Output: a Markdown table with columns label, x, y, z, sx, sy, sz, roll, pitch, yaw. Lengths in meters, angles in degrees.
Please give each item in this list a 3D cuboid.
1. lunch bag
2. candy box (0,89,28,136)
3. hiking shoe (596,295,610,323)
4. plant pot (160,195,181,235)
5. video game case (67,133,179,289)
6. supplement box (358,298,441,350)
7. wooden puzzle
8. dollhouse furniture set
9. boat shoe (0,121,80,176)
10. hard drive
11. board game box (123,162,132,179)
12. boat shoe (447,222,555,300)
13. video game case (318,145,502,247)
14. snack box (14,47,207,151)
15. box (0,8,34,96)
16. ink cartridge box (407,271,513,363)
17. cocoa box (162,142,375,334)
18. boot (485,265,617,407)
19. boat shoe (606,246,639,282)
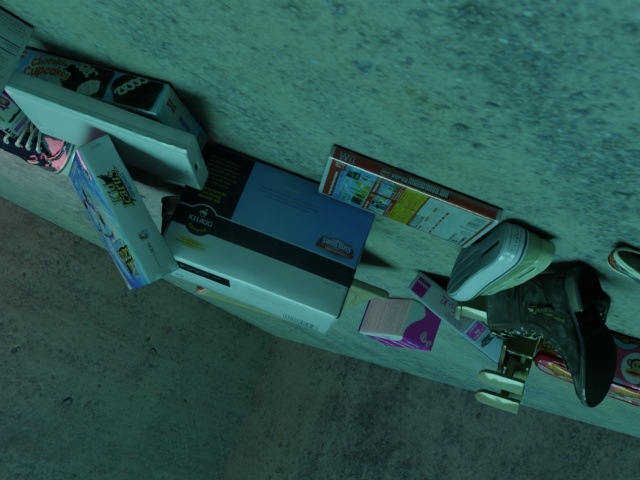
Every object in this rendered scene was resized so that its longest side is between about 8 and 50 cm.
| label | x | y | z | sx | sy | sz | roll | pitch | yaw |
| --- | --- | --- | --- | --- | --- | --- | --- | --- | --- |
| lunch bag | 0.630 | 0.278 | 1.757 | 0.293 | 0.120 | 0.258 | 18 | 171 | 17 |
| candy box | -0.604 | -0.264 | 1.414 | 0.159 | 0.071 | 0.233 | 39 | 173 | -15 |
| hiking shoe | 0.497 | 0.165 | 1.489 | 0.086 | 0.114 | 0.227 | 12 | 164 | 30 |
| plant pot | -0.315 | -0.005 | 1.878 | 0.167 | 0.165 | 0.167 | 9 | 168 | 2 |
| video game case | -0.350 | -0.037 | 1.364 | 0.244 | 0.061 | 0.269 | 61 | 159 | -5 |
| supplement box | 0.220 | 0.230 | 2.180 | 0.111 | 0.114 | 0.220 | 28 | 163 | -24 |
| wooden puzzle | -0.065 | 0.102 | 1.835 | 0.348 | 0.080 | 0.322 | -18 | 150 | 41 |
| dollhouse furniture set | 0.365 | 0.192 | 1.619 | 0.161 | 0.212 | 0.242 | 15 | 140 | 18 |
| boat shoe | -0.582 | -0.208 | 1.616 | 0.158 | 0.127 | 0.340 | 20 | 170 | -29 |
| hard drive | -0.346 | -0.178 | 1.310 | 0.307 | 0.040 | 0.203 | 20 | 167 | 3 |
| board game box | -0.458 | -0.070 | 1.793 | 0.224 | 0.097 | 0.303 | 63 | 164 | 4 |
| boat shoe | 0.304 | 0.053 | 1.367 | 0.094 | 0.109 | 0.302 | 20 | 164 | -5 |
| video game case | 0.140 | -0.067 | 1.311 | 0.285 | 0.025 | 0.204 | 21 | 167 | -1 |
| snack box | -0.372 | -0.235 | 1.346 | 0.322 | 0.060 | 0.187 | 17 | 166 | 17 |
| box | -0.528 | -0.292 | 1.187 | 0.126 | 0.137 | 0.072 | 30 | 165 | -33 |
| ink cartridge box | 0.342 | 0.194 | 1.826 | 0.186 | 0.065 | 0.311 | 42 | -175 | 41 |
| cocoa box | -0.098 | 0.003 | 1.501 | 0.347 | 0.228 | 0.231 | 21 | 165 | 1 |
| boot | 0.397 | 0.160 | 1.403 | 0.091 | 0.263 | 0.229 | -3 | 176 | -36 |
| boat shoe | 0.499 | 0.046 | 1.172 | 0.137 | 0.049 | 0.043 | 24 | 165 | 10 |
